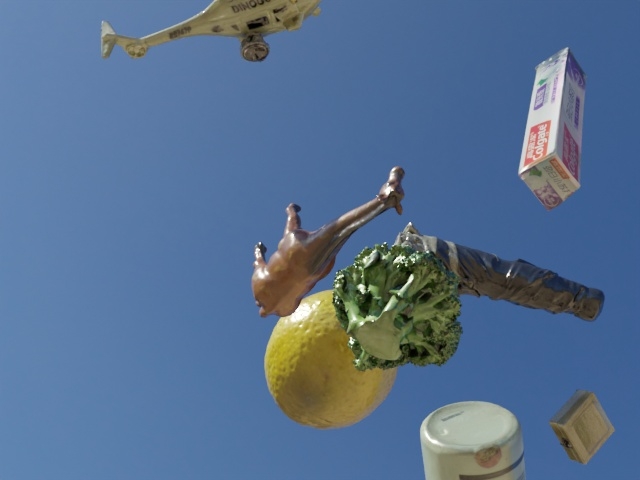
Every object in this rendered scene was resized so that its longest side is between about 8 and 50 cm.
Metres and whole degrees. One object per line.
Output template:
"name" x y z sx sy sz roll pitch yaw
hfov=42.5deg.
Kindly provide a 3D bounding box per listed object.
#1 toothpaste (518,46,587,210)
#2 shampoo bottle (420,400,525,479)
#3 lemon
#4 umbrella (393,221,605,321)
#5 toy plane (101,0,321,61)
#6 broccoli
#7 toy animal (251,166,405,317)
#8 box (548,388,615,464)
"toothpaste" 0.210 -0.104 0.731 0.040 0.196 0.047 -30 -67 36
"shampoo bottle" 0.143 0.276 0.724 0.085 0.085 0.262 -2 -72 21
"lemon" 0.021 0.219 1.527 0.267 0.267 0.267 9 -56 14
"umbrella" 0.283 0.072 1.364 0.358 0.113 0.106 16 -62 12
"toy plane" -0.130 -0.276 1.027 0.286 0.092 0.108 -16 -28 9
"broccoli" 0.100 0.092 1.073 0.195 0.156 0.195 3 -73 10
"toy animal" 0.000 0.000 0.917 0.066 0.230 0.224 33 -86 -20
"box" 0.395 0.283 1.249 0.079 0.083 0.035 58 -24 -14
